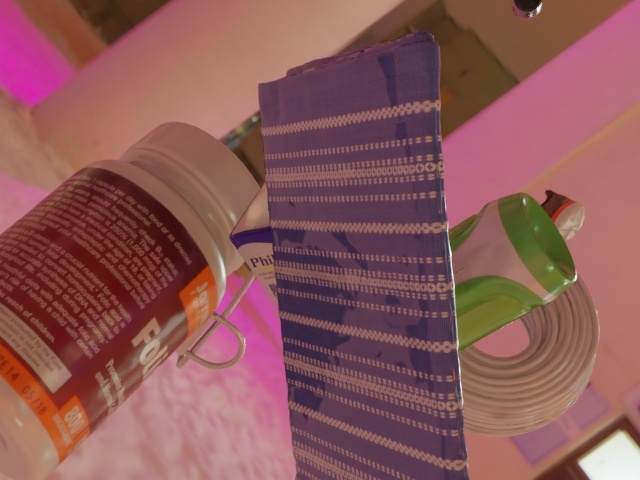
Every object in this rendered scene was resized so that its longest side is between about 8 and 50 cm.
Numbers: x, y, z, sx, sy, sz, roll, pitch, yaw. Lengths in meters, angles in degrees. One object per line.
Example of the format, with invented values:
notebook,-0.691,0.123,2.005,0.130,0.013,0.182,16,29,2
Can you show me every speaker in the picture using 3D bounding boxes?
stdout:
speaker,0.121,0.068,1.159,0.131,0.296,0.131,43,27,-29

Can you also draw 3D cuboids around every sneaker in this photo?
sneaker,0.239,0.005,1.260,0.065,0.158,0.061,43,-4,35

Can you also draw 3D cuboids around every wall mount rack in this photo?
wall mount rack,-0.254,0.065,1.959,0.350,0.304,0.130,36,23,-14

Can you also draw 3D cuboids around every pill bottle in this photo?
pill bottle,-0.248,0.054,1.179,0.224,0.392,0.224,30,-34,23

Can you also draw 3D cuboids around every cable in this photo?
cable,0.213,0.113,1.317,0.257,0.257,0.089,13,-31,3

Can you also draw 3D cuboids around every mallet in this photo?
mallet,0.296,-0.370,1.369,0.039,0.189,0.062,26,-4,7

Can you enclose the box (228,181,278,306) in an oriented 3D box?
box,0.000,0.000,0.998,0.137,0.072,0.126,57,42,-28

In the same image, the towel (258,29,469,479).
towel,0.031,0.035,0.752,0.243,0.040,0.336,2,-82,64
